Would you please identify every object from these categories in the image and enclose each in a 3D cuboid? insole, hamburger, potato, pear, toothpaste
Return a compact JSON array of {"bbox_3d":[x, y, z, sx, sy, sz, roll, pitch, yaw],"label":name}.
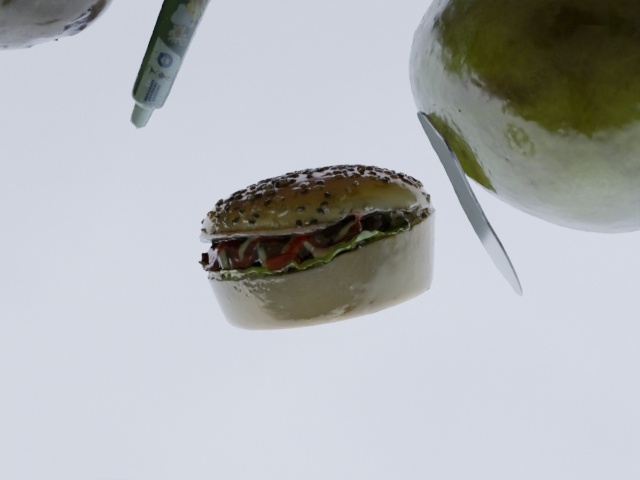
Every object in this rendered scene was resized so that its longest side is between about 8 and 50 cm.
[{"bbox_3d":[0.115,-0.026,1.082,0.004,0.197,0.065,-34,-142,-3],"label":"insole"},{"bbox_3d":[0.000,0.000,1.696,0.300,0.176,0.300,-11,-175,1],"label":"hamburger"},{"bbox_3d":[-0.325,-0.264,1.414,0.262,0.165,0.165,-19,-136,-14],"label":"potato"},{"bbox_3d":[0.276,-0.170,1.367,0.352,0.352,0.413,-37,-155,-20],"label":"pear"},{"bbox_3d":[-0.126,-0.185,1.238,0.049,0.204,0.031,19,-152,-13],"label":"toothpaste"}]
